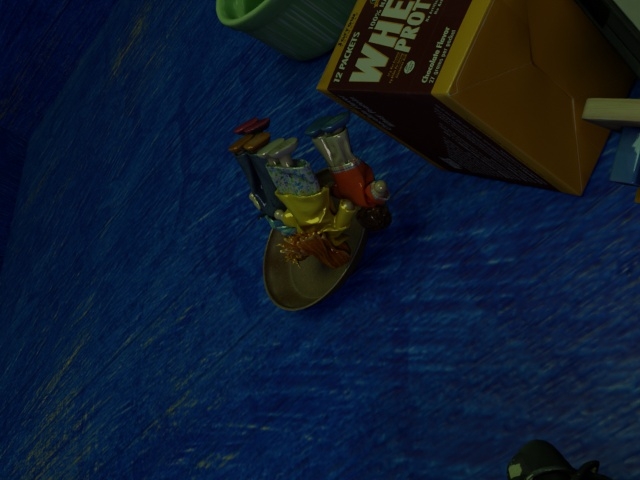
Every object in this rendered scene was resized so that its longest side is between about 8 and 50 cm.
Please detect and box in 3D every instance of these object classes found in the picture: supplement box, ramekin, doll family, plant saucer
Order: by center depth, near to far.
[{"bbox_3d":[0.140,-0.151,0.607,0.194,0.191,0.129,23,87,57],"label":"supplement box"},{"bbox_3d":[-0.033,-0.045,0.743,0.118,0.163,0.263,-39,27,-22],"label":"doll family"},{"bbox_3d":[0.000,0.000,0.831,0.199,0.036,0.198,-31,47,39],"label":"plant saucer"},{"bbox_3d":[-0.022,-0.444,1.045,0.303,0.148,0.303,-30,47,38],"label":"ramekin"}]

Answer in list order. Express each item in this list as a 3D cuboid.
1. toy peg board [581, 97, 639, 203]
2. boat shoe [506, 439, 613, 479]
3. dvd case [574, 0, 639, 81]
[{"bbox_3d":[0.271,-0.030,0.401,0.161,0.161,0.079,20,100,56],"label":"toy peg board"},{"bbox_3d":[0.146,0.196,0.436,0.340,0.127,0.113,-36,54,48],"label":"boat shoe"},{"bbox_3d":[0.271,-0.191,0.490,0.022,0.180,0.253,102,163,-47],"label":"dvd case"}]
